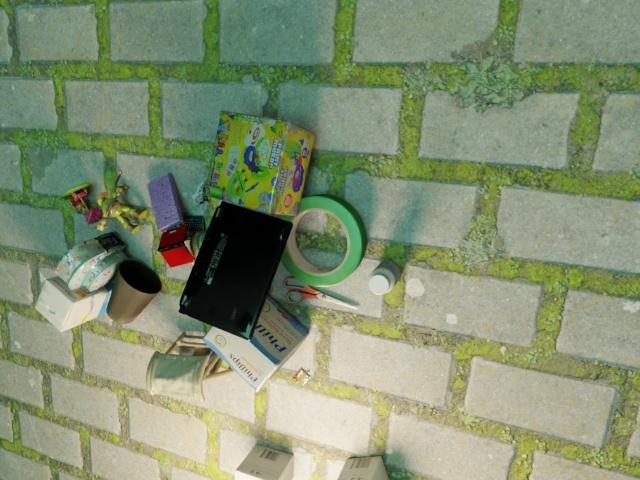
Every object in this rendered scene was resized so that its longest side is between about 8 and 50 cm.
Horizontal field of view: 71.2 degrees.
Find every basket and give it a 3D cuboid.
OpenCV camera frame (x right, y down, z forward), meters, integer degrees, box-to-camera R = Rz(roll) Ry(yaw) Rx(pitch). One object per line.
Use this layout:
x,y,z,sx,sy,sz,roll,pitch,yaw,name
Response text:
-0.799,0.231,1.885,0.204,0.154,0.227,41,115,10,basket

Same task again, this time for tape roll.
0.000,0.000,1.571,0.321,0.077,0.322,4,102,19,tape roll

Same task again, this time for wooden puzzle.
-0.072,0.533,1.746,0.049,0.006,0.083,41,112,9,wooden puzzle

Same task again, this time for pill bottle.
0.210,0.124,1.471,0.087,0.160,0.087,4,103,20,pill bottle

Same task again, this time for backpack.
-0.949,0.096,1.853,0.191,0.253,0.225,47,112,6,backpack

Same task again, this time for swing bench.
-0.511,0.494,1.769,0.253,0.254,0.165,-1,100,21,swing bench

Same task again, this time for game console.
-0.554,0.023,1.743,0.144,0.085,0.124,-14,56,29,game console

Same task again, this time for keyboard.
-0.543,-0.046,1.797,0.180,0.023,0.108,2,102,21,keyboard

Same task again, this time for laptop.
-0.304,0.087,1.513,0.407,0.236,0.382,17,83,17,laptop

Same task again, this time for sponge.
-0.615,-0.151,1.766,0.117,0.031,0.210,-24,74,22,sponge

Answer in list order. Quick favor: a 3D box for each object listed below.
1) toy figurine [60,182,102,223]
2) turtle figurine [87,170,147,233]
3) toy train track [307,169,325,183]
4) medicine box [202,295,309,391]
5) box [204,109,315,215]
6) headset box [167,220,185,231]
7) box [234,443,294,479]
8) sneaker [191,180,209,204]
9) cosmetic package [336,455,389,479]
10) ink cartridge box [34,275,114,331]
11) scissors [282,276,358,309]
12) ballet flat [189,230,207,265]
-1.014,-0.141,1.918,0.173,0.130,0.159,-19,104,45,toy figurine
-0.830,-0.138,1.836,0.217,0.087,0.270,28,85,1,turtle figurine
-0.024,-0.227,1.567,0.083,0.014,0.048,18,107,17,toy train track
-0.222,0.346,1.610,0.263,0.289,0.149,40,111,9,medicine box
-0.203,-0.255,1.497,0.279,0.177,0.290,17,97,26,box
-0.573,-0.048,1.778,0.062,0.032,0.083,9,97,21,headset box
-0.223,0.940,1.792,0.180,0.182,0.119,7,103,19,box
-0.450,-0.179,1.728,0.069,0.038,0.098,44,122,6,sneaker
0.169,0.932,1.659,0.151,0.151,0.184,-18,94,24,cosmetic package
-1.056,0.247,1.936,0.171,0.232,0.168,36,111,10,ink cartridge box
-0.003,0.193,1.642,0.297,0.021,0.109,3,100,22,scissors
-0.444,0.134,1.759,0.124,0.116,0.343,-11,97,43,ballet flat
